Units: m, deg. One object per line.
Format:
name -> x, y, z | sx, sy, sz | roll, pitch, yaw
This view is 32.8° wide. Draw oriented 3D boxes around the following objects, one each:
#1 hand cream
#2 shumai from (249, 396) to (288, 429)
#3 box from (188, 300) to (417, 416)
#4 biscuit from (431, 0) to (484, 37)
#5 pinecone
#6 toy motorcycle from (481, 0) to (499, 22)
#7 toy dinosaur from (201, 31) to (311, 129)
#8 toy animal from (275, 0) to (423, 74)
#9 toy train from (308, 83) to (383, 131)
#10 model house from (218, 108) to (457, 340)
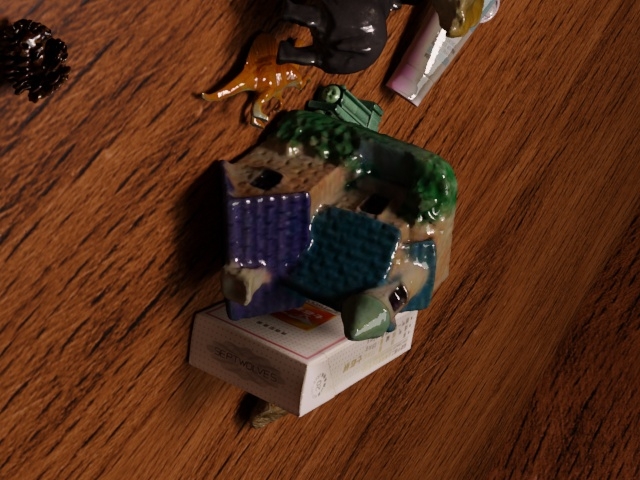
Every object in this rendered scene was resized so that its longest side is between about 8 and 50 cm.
hand cream -> 0.227, -0.371, 1.833 | 0.111, 0.070, 0.312 | 30, 97, -28
shumai -> -0.068, 0.257, 1.839 | 0.123, 0.105, 0.139 | -30, 149, 23
box -> -0.020, 0.143, 1.692 | 0.330, 0.210, 0.095 | -20, 125, -55
biscuit -> 0.164, -0.472, 1.586 | 0.335, 0.078, 0.329 | 50, 31, -33
pinecone -> -0.299, -0.187, 1.126 | 0.083, 0.077, 0.077 | 45, 68, -34
toy motorcycle -> 0.261, -0.488, 1.881 | 0.112, 0.112, 0.254 | -46, 144, -35
toy dinosaur -> -0.076, -0.231, 1.501 | 0.212, 0.057, 0.142 | 18, 82, -63
toy animal -> 0.042, -0.337, 1.517 | 0.343, 0.168, 0.106 | -57, 160, -53
toy train -> 0.036, -0.186, 1.716 | 0.170, 0.071, 0.111 | 31, 73, -61
model house -> 0.000, 0.000, 1.525 | 0.280, 0.312, 0.245 | -39, 144, -45
